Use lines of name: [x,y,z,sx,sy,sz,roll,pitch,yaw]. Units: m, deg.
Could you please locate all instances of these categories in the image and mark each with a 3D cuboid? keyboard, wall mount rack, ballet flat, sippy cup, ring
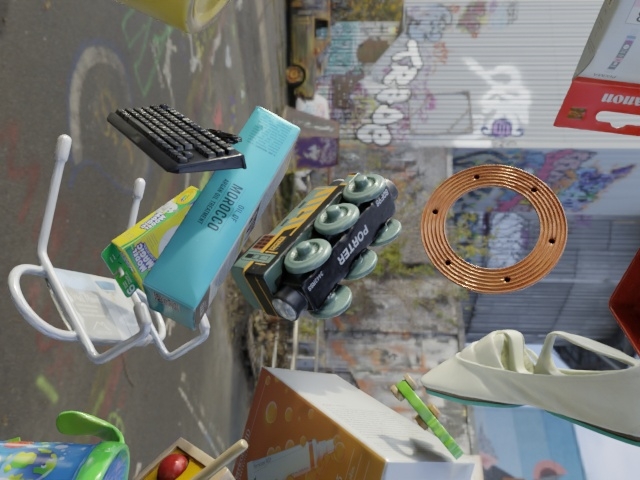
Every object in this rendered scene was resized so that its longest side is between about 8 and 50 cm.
keyboard: [-0.141,-0.111,0.556,0.180,0.108,0.023,37,-54,42]
wall mount rack: [-0.300,0.031,0.786,0.304,0.130,0.350,58,2,15]
ballet flat: [0.328,0.199,0.810,0.400,0.139,0.139,-2,-94,50]
sippy cup: [-0.441,0.409,0.809,0.305,0.224,0.240,131,-30,-84]
ring: [0.412,-0.030,1.285,0.032,0.336,0.337,60,29,-62]

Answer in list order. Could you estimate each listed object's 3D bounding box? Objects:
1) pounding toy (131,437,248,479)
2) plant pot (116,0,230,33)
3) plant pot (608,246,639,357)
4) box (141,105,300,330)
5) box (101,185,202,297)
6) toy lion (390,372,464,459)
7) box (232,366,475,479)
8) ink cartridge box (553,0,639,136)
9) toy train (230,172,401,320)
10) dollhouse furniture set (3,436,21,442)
pounding toy: [-0.133,0.257,0.517,0.130,0.141,0.100,-38,112,-33]
plant pot: [-0.165,-0.309,0.430,0.254,0.239,0.254,-56,-172,13]
plant pot: [0.651,0.092,0.802,0.267,0.235,0.268,-75,179,-62]
box: [-0.107,-0.027,0.605,0.244,0.060,0.100,-63,-178,-25]
box: [-0.240,0.007,0.826,0.179,0.043,0.105,-41,138,-28]
toy lion: [0.141,0.230,0.682,0.100,0.034,0.096,51,-3,-20]
box: [0.026,0.355,0.810,0.345,0.168,0.215,13,-93,58]
ink cartridge box: [0.444,-0.223,0.703,0.066,0.189,0.232,-77,173,-46]
toy train: [0.000,0.000,0.914,0.334,0.190,0.142,-50,129,-34]
dollhouse furniture set: [-0.627,0.484,1.088,0.152,0.076,0.059,47,-44,44]
